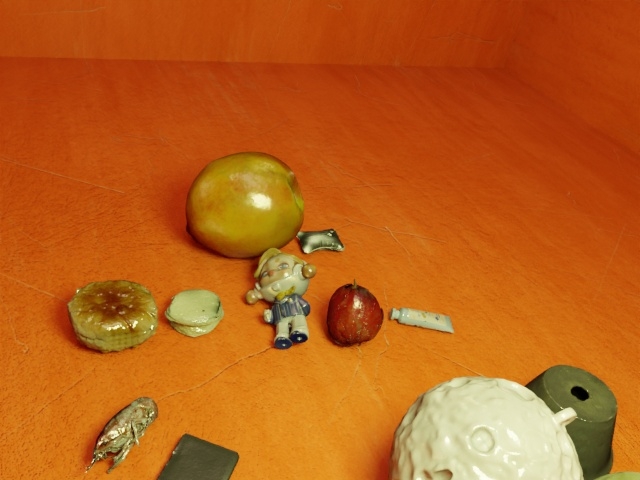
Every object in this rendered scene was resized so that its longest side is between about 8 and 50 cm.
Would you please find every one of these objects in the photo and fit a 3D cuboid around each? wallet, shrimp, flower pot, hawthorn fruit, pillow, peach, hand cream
[{"bbox_3d":[-0.245,0.465,1.098,0.124,0.025,0.244,17,34,7],"label":"wallet"},{"bbox_3d":[-0.379,0.370,1.157,0.073,0.075,0.190,49,31,-4],"label":"shrimp"},{"bbox_3d":[0.541,0.385,1.337,0.269,0.166,0.269,10,36,-7],"label":"flower pot"},{"bbox_3d":[0.083,0.170,1.492,0.148,0.172,0.148,-6,19,2],"label":"hawthorn fruit"},{"bbox_3d":[-0.001,0.002,1.805,0.135,0.055,0.091,-8,71,-22],"label":"pillow"},{"bbox_3d":[-0.214,-0.091,1.663,0.332,0.308,0.308,-16,38,1],"label":"peach"},{"bbox_3d":[0.268,0.207,1.606,0.170,0.043,0.065,10,35,-7],"label":"hand cream"}]

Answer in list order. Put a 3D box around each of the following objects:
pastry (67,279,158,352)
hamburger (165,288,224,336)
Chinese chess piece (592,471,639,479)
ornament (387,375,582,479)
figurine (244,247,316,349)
[{"bbox_3d":[-0.471,0.168,1.386,0.192,0.093,0.182,-7,42,-28],"label":"pastry"},{"bbox_3d":[-0.301,0.169,1.468,0.133,0.062,0.140,17,37,9],"label":"hamburger"},{"bbox_3d":[0.595,0.591,1.078,0.349,0.146,0.349,9,36,-6],"label":"Chinese chess piece"},{"bbox_3d":[0.275,0.409,1.073,0.337,0.337,0.337,8,35,-6],"label":"ornament"},{"bbox_3d":[-0.077,0.139,1.523,0.194,0.133,0.274,-42,46,1],"label":"figurine"}]
